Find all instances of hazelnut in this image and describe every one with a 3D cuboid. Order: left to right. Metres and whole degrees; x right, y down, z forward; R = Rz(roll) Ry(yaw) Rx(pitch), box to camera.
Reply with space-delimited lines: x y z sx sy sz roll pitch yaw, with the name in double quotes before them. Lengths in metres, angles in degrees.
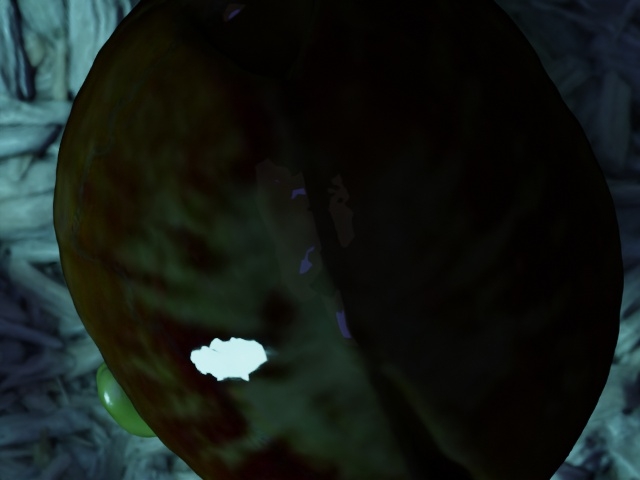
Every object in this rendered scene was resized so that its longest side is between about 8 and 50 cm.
"hazelnut" 0.000 0.000 1.352 0.402 0.402 0.429 -15 112 15

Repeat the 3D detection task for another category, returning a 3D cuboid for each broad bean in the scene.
"broad bean" -0.144 0.127 1.585 0.083 0.045 0.063 27 101 -8
